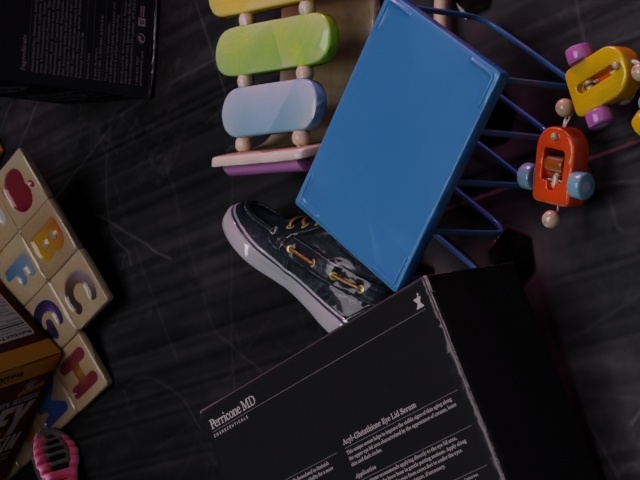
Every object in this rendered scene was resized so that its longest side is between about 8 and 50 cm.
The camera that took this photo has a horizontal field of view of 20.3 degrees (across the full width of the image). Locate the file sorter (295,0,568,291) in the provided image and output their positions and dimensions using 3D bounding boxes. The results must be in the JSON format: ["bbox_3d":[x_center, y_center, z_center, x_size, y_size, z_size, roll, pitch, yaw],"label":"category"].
[{"bbox_3d":[0.084,-0.066,1.252,0.118,0.104,0.170,42,117,38],"label":"file sorter"}]

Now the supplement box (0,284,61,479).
[{"bbox_3d":[-0.379,0.125,1.697,0.194,0.129,0.191,44,125,24],"label":"supplement box"}]

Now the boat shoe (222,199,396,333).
[{"bbox_3d":[0.000,0.000,1.384,0.183,0.065,0.083,40,116,35],"label":"boat shoe"}]

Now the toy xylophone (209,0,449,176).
[{"bbox_3d":[0.000,-0.211,1.386,0.236,0.081,0.323,-15,76,47],"label":"toy xylophone"}]

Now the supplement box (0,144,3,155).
[{"bbox_3d":[-0.417,-0.067,1.857,0.188,0.080,0.104,-53,50,32],"label":"supplement box"}]

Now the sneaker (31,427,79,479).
[{"bbox_3d":[-0.245,0.233,1.662,0.057,0.047,0.119,-56,47,45],"label":"sneaker"}]

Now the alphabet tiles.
[{"bbox_3d":[-0.331,0.074,1.737,0.342,0.011,0.285,-43,72,38],"label":"alphabet tiles"}]

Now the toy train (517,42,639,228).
[{"bbox_3d":[0.204,-0.066,1.166,0.166,0.046,0.125,9,99,50],"label":"toy train"}]

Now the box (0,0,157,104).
[{"bbox_3d":[-0.274,-0.187,1.605,0.153,0.207,0.108,2,88,49],"label":"box"}]

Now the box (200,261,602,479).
[{"bbox_3d":[0.052,0.152,1.259,0.261,0.103,0.184,-33,75,43],"label":"box"}]
